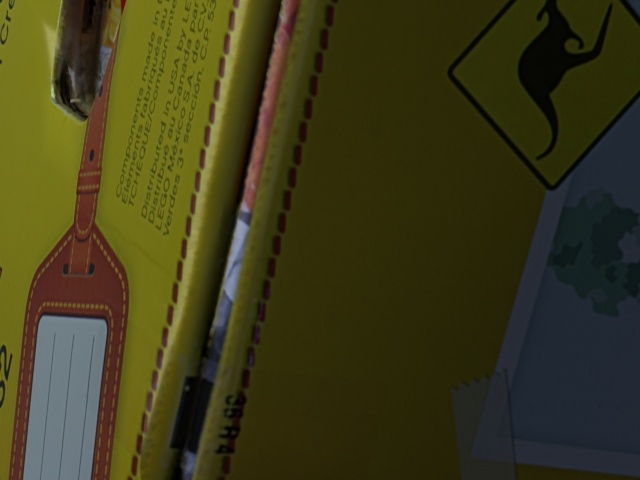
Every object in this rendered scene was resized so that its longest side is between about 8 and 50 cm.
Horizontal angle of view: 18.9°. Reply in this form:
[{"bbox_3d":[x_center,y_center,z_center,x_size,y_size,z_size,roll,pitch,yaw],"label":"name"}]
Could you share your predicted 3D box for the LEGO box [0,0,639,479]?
[{"bbox_3d":[0.120,-0.094,0.519,0.193,0.372,0.500,35,114,60],"label":"LEGO box"}]
